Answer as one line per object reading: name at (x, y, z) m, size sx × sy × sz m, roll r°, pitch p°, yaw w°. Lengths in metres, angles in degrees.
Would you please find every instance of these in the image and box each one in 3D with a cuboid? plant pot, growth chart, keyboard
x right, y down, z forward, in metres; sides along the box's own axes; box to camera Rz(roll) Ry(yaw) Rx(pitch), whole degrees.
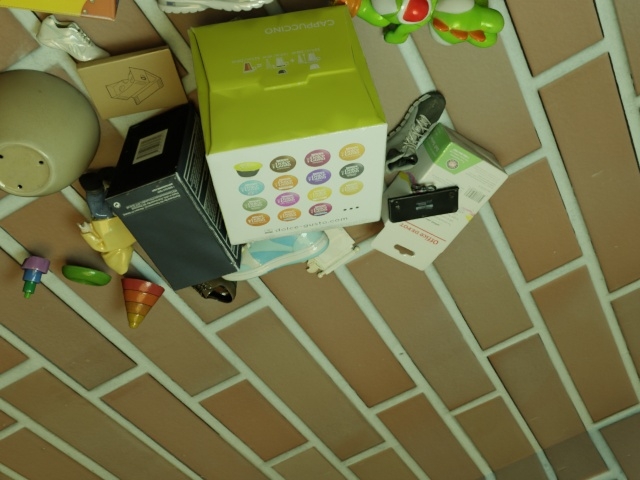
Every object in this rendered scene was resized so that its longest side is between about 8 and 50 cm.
plant pot at (-0.639, -0.203, 1.490) m, size 0.284 × 0.191 × 0.284 m, roll -6°, pitch 128°, yaw -8°
growth chart at (0.000, 0.000, 1.881) m, size 0.172 × 0.021 × 0.237 m, roll -28°, pitch 127°, yaw 11°
keyboard at (0.258, -0.102, 1.704) m, size 0.180 × 0.023 × 0.108 m, roll -11°, pitch 132°, yaw -2°

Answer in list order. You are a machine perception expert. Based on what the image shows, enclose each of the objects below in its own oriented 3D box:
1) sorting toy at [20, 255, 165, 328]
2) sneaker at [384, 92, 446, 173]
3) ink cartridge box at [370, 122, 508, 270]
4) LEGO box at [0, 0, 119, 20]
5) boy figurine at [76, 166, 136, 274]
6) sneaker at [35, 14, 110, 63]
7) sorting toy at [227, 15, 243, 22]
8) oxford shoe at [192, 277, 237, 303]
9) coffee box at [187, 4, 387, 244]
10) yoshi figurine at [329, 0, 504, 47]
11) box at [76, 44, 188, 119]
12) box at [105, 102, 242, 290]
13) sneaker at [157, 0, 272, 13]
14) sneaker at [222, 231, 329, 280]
sorting toy at (-0.599, 0.143, 1.776) m, size 0.366 × 0.126 × 0.127 m, roll 16°, pitch 164°, yaw -22°
sneaker at (0.235, -0.248, 1.666) m, size 0.086 × 0.132 × 0.228 m, roll 30°, pitch 117°, yaw -29°
ink cartridge box at (0.293, -0.106, 1.795) m, size 0.207 × 0.119 × 0.353 m, roll 25°, pitch 118°, yaw -25°
LEGO box at (-0.605, -0.620, 1.173) m, size 0.500 × 0.193 × 0.372 m, roll 3°, pitch 126°, yaw -13°
boy figurine at (-0.513, -0.041, 1.701) m, size 0.177 × 0.092 × 0.285 m, roll -26°, pitch 137°, yaw -26°
sneaker at (-0.515, -0.421, 1.434) m, size 0.152 × 0.053 × 0.061 m, roll 20°, pitch 118°, yaw -23°
sorting toy at (-0.193, -0.445, 1.490) m, size 0.075 × 0.044 × 0.083 m, roll -22°, pitch 129°, yaw 15°
oxford shoe at (-0.322, 0.104, 1.850) m, size 0.227 × 0.096 × 0.083 m, roll 27°, pitch 120°, yaw -26°
coffee box at (-0.069, -0.237, 1.425) m, size 0.338 × 0.338 × 0.334 m, roll -10°, pitch 150°, yaw -4°
yoshi figurine at (0.216, -0.522, 1.462) m, size 0.362 × 0.203 × 0.203 m, roll 18°, pitch 82°, yaw -7°
box at (-0.410, -0.345, 1.499) m, size 0.201 × 0.021 × 0.164 m, roll -12°, pitch 149°, yaw -2°
box at (-0.316, -0.098, 1.558) m, size 0.183 × 0.296 × 0.294 m, roll -19°, pitch 128°, yaw 13°
sneaker at (-0.199, -0.533, 1.377) m, size 0.281 × 0.105 × 0.115 m, roll -8°, pitch 128°, yaw -4°
sneaker at (-0.156, -0.026, 1.780) m, size 0.319 × 0.127 × 0.208 m, roll -19°, pitch 115°, yaw 15°
